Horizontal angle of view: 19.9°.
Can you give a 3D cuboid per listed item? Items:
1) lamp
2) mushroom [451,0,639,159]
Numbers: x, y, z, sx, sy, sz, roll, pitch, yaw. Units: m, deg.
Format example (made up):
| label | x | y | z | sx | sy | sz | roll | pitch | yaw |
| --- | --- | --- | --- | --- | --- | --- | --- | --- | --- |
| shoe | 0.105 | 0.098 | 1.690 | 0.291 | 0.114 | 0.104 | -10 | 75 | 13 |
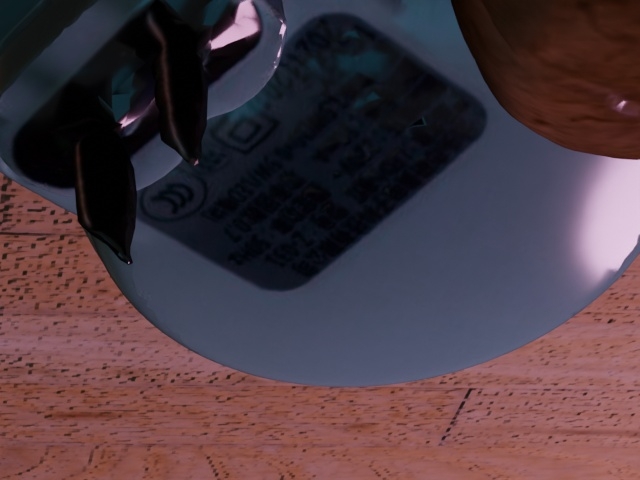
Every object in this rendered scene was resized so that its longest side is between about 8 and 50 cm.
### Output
| label | x | y | z | sx | sy | sz | roll | pitch | yaw |
| --- | --- | --- | --- | --- | --- | --- | --- | --- | --- |
| lamp | 0.000 | -0.047 | 0.608 | 0.209 | 0.147 | 0.284 | -42 | 148 | 26 |
| mushroom | 0.154 | -0.130 | 0.463 | 0.278 | 0.146 | 0.278 | -31 | 160 | -12 |
